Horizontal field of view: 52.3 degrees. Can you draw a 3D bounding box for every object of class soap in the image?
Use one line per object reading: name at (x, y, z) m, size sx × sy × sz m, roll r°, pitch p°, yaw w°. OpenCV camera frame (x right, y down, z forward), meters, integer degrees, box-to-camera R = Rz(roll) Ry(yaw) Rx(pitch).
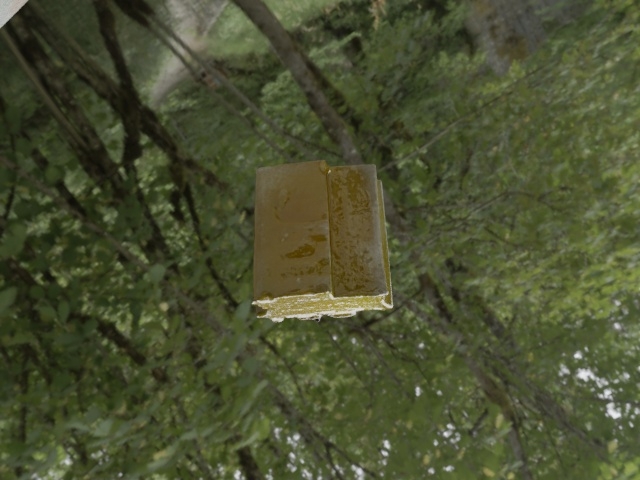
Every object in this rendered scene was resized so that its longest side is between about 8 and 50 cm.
soap at (0.000, 0.000, 1.227) m, size 0.259 × 0.143 × 0.281 m, roll -4°, pitch -117°, yaw 1°

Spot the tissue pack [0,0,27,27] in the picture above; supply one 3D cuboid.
tissue pack at (-0.202, -0.321, 0.557) m, size 0.325 × 0.071 × 0.170 m, roll -56°, pitch -159°, yaw -19°
